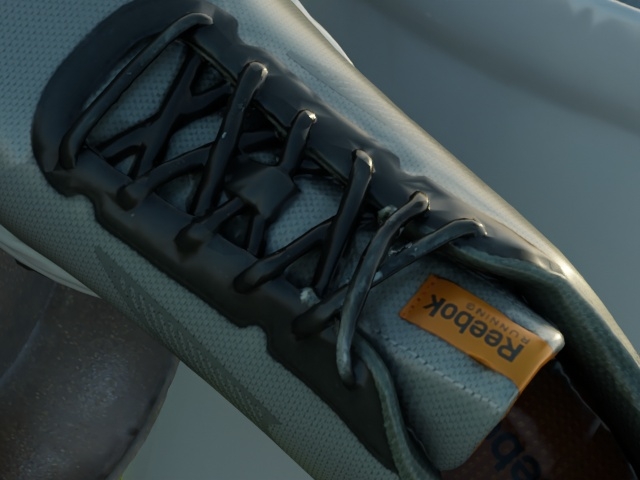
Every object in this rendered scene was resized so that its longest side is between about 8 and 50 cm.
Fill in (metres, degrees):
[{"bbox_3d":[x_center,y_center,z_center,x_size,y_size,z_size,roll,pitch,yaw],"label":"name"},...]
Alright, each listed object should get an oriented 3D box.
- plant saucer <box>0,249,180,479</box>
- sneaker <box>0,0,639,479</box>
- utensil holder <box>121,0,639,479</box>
[{"bbox_3d":[-0.111,-0.069,0.530,0.310,0.050,0.311,-6,90,-69],"label":"plant saucer"},{"bbox_3d":[0.000,0.000,0.459,0.271,0.100,0.108,43,-13,-4],"label":"sneaker"},{"bbox_3d":[0.095,0.028,0.818,0.327,0.385,0.327,13,28,-7],"label":"utensil holder"}]
